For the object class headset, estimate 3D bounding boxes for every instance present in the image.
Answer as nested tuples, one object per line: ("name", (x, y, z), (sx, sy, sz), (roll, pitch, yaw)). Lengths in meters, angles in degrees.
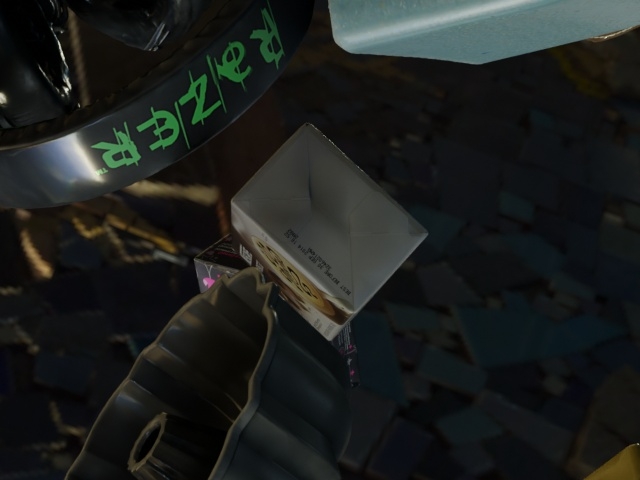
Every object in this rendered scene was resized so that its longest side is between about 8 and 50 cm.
("headset", (-0.152, -0.136, 0.838), (0.243, 0.394, 0.185), (-38, 132, -10))

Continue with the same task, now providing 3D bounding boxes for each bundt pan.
("bundt pan", (-0.091, 0.191, 1.075), (0.331, 0.124, 0.331), (-47, -160, 24))

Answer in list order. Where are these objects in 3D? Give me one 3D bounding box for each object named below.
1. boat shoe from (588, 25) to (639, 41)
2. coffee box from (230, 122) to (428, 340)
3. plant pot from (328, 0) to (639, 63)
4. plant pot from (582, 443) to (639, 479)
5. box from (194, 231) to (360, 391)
("boat shoe", (0.333, -0.254, 1.180), (0.324, 0.122, 0.120), (-35, -131, 54))
("coffee box", (0.000, 0.000, 1.445), (0.119, 0.168, 0.297), (-47, 177, -9))
("plant pot", (0.163, -0.255, 0.850), (0.248, 0.252, 0.247), (-10, 95, -61))
("plant pot", (0.379, 0.358, 1.515), (0.212, 0.212, 0.187), (-49, -148, 38))
("box", (-0.059, 0.115, 1.859), (0.142, 0.163, 0.247), (-37, 129, -44))
